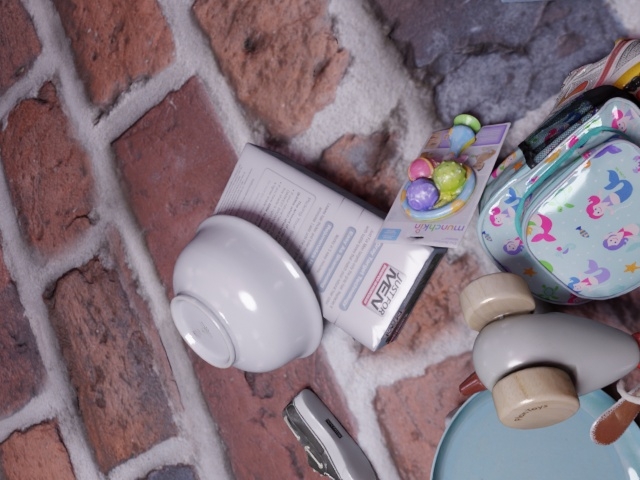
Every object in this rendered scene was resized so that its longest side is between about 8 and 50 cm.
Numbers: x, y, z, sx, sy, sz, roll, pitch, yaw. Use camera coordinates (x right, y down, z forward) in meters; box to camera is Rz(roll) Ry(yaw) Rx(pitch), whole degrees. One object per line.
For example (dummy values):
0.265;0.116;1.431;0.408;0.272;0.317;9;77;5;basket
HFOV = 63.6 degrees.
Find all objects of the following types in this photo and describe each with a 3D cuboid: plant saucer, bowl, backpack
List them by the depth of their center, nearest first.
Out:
0.285;0.329;0.664;0.318;0.043;0.317;2;76;-8;plant saucer
0.337;-0.037;0.669;0.225;0.191;0.253;42;125;-9;backpack
-0.151;0.115;0.858;0.298;0.134;0.297;25;134;29;bowl

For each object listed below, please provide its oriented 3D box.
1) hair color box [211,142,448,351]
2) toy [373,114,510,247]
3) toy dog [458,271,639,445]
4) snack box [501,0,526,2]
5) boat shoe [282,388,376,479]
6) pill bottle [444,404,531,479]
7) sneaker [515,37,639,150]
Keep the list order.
0.000;0.000;0.881;0.375;0.114;0.185;32;102;23;hair color box
0.171;-0.099;0.751;0.137;0.056;0.237;3;50;43;toy
0.304;0.159;0.621;0.334;0.220;0.161;22;140;-1;toy dog
0.362;-0.463;0.745;0.175;0.070;0.206;8;94;24;snack box
0.015;0.364;0.891;0.070;0.078;0.219;-48;63;16;boat shoe
0.268;0.349;0.744;0.121;0.121;0.221;-20;81;23;pill bottle
0.376;-0.189;0.738;0.225;0.088;0.092;-41;46;23;sneaker
